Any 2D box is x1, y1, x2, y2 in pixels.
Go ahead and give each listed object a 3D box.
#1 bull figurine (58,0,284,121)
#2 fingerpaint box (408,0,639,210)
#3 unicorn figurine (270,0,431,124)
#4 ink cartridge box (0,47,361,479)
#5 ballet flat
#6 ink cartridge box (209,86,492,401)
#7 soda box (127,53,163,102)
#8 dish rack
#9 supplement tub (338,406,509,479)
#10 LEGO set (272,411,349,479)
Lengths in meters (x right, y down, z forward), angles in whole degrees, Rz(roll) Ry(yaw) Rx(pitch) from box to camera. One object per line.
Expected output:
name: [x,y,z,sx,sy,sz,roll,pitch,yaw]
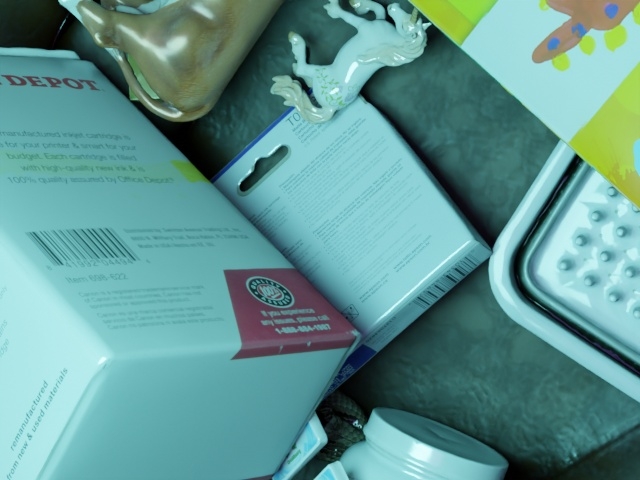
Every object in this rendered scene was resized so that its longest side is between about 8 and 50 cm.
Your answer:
bull figurine: [-0.077,-0.253,1.447,0.188,0.101,0.310,35,81,-13]
fingerpaint box: [0.303,-0.273,1.276,0.371,0.163,0.445,45,111,28]
unicorn figurine: [0.032,-0.163,1.474,0.111,0.060,0.162,52,121,35]
ink cartridge box: [-0.204,0.018,1.364,0.385,0.279,0.160,45,119,30]
ballet flat: [-0.071,0.124,1.519,0.250,0.058,0.084,27,96,10]
ink cartridge box: [0.000,0.000,1.492,0.223,0.045,0.224,-41,59,10]
soda box: [-0.135,-0.212,1.525,0.061,0.058,0.181,-2,90,12]
dish rack: [0.328,-0.024,1.424,0.285,0.072,0.333,33,98,9]
supplement tub: [0.064,0.254,1.450,0.144,0.144,0.200,22,96,11]
LEGO set: [-0.077,0.209,1.458,0.244,0.060,0.182,-49,58,43]
